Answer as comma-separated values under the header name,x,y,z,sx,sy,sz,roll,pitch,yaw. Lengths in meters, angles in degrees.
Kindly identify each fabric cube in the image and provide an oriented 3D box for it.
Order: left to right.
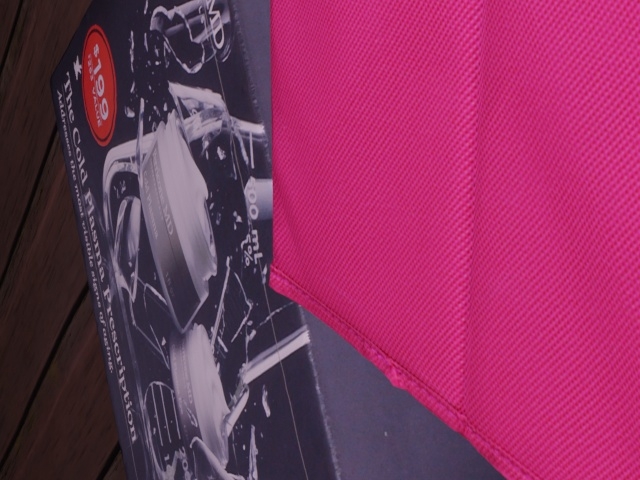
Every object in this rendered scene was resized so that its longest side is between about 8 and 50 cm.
name,x,y,z,sx,sy,sz,roll,pitch,yaw
fabric cube,0.146,-0.084,0.421,0.259,0.254,0.258,-144,50,-59

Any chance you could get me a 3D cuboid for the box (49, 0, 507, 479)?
name,x,y,z,sx,sy,sz,roll,pitch,yaw
box,0.000,0.000,0.870,0.312,0.179,0.343,139,121,-61
